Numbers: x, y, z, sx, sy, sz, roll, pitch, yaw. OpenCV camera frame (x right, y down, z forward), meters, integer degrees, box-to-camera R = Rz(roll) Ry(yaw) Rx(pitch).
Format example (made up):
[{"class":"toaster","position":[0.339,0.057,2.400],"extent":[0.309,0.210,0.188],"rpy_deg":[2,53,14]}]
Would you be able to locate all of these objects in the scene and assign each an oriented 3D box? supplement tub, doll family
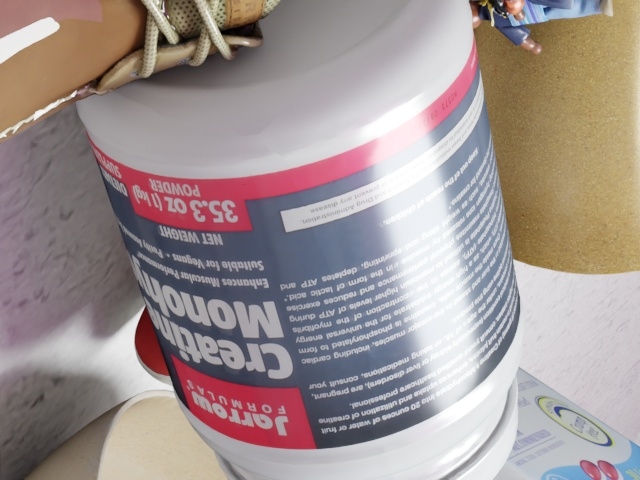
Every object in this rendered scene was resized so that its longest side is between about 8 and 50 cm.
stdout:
[{"class":"supplement tub","position":[0.000,0.000,0.794],"extent":[0.191,0.191,0.272],"rpy_deg":[-43,133,-35]},{"class":"doll family","position":[0.117,-0.192,1.009],"extent":[0.076,0.111,0.193],"rpy_deg":[-74,147,-54]}]

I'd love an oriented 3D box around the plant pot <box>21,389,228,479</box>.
[{"class":"plant pot","position":[-0.125,0.258,0.942],"extent":[0.191,0.284,0.284],"rpy_deg":[-27,167,18]}]

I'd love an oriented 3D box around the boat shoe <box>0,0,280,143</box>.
[{"class":"boat shoe","position":[-0.070,-0.134,0.663],"extent":[0.324,0.120,0.122],"rpy_deg":[-48,156,-26]}]

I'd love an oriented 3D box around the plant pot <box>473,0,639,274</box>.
[{"class":"plant pot","position":[0.208,-0.145,1.164],"extent":[0.237,0.237,0.254],"rpy_deg":[-43,141,-35]}]

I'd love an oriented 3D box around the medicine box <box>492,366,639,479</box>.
[{"class":"medicine box","position":[0.105,0.185,1.258],"extent":[0.149,0.289,0.263],"rpy_deg":[-61,159,14]}]

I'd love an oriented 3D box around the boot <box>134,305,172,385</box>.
[{"class":"boot","position":[-0.048,-0.039,0.914],"extent":[0.244,0.088,0.176],"rpy_deg":[-53,151,-10]}]
